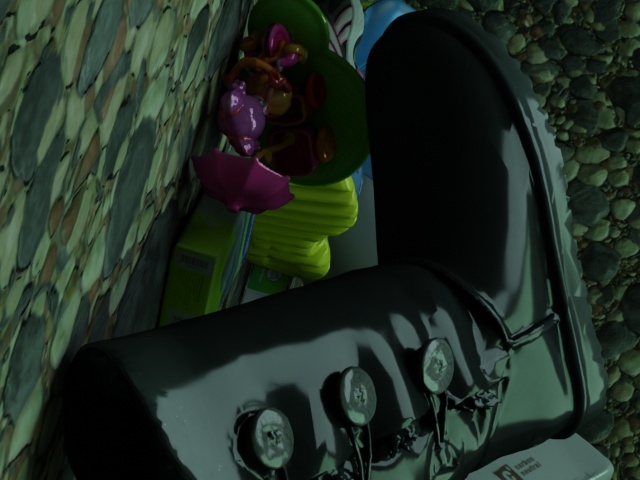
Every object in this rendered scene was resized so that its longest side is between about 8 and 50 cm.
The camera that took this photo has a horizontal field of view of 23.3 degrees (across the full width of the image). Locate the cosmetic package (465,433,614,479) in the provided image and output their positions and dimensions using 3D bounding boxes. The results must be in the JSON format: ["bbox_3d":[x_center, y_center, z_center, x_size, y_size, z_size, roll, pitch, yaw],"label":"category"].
[{"bbox_3d":[0.042,0.336,1.656,0.329,0.327,0.393,-22,139,-41],"label":"cosmetic package"}]

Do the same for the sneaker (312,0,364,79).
[{"bbox_3d":[-0.003,-0.201,1.565,0.072,0.077,0.178,-42,-140,36],"label":"sneaker"}]

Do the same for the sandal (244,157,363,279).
[{"bbox_3d":[-0.022,-0.063,1.590,0.317,0.126,0.138,124,-20,-73],"label":"sandal"}]

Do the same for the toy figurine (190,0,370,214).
[{"bbox_3d":[-0.043,-0.093,1.230,0.159,0.130,0.173,-50,136,-58],"label":"toy figurine"}]

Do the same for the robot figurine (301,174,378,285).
[{"bbox_3d":[0.091,0.007,1.855,0.300,0.353,0.200,-35,168,39],"label":"robot figurine"}]

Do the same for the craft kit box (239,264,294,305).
[{"bbox_3d":[-0.094,0.166,1.973,0.250,0.061,0.246,95,14,-71],"label":"craft kit box"}]

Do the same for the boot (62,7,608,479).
[{"bbox_3d":[-0.001,0.040,1.105,0.445,0.367,0.146,-20,179,-40],"label":"boot"}]

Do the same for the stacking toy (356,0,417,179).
[{"bbox_3d":[0.049,-0.216,1.782,0.175,0.166,0.302,-47,-157,13],"label":"stacking toy"}]

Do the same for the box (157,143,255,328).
[{"bbox_3d":[-0.091,0.004,1.329,0.178,0.042,0.109,-67,173,-55],"label":"box"}]
